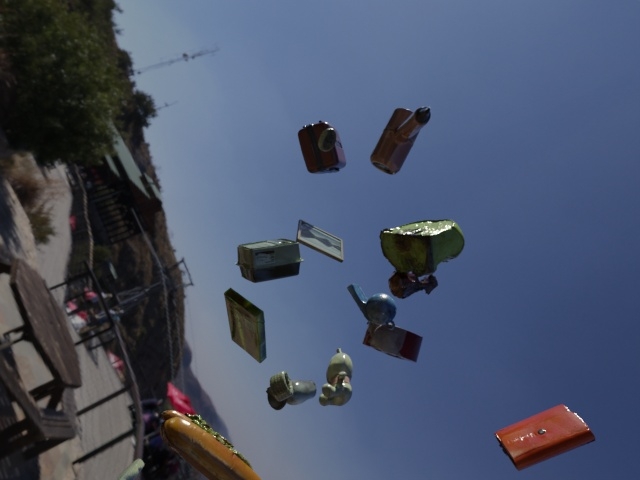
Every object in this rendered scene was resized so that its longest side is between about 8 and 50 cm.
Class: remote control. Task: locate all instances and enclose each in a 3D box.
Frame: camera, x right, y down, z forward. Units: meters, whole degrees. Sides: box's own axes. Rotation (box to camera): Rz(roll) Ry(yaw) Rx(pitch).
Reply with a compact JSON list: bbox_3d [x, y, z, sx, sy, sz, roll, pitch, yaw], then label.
[{"bbox_3d":[-0.559,0.682,1.222,0.038,0.098,0.233,47,-12,2],"label":"remote control"}]

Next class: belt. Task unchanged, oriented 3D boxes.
[{"bbox_3d":[0.290,0.404,1.775,0.227,0.115,0.324,12,-14,25],"label":"belt"}]

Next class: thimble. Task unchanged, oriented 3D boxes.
[{"bbox_3d":[-0.141,0.526,1.601,0.084,0.062,0.110,61,4,-20],"label":"thimble"}]

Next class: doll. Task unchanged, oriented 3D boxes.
[{"bbox_3d":[0.074,0.523,1.668,0.275,0.113,0.154,-61,163,-65],"label":"doll"}]

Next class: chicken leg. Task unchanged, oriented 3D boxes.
[{"bbox_3d":[0.362,0.173,1.715,0.093,0.304,0.113,7,-91,44],"label":"chicken leg"}]

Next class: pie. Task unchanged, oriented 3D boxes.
[{"bbox_3d":[0.027,-0.346,1.520,0.021,0.084,0.084,38,-33,37],"label":"pie"}]

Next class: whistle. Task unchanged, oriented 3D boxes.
[{"bbox_3d":[0.147,0.164,1.154,0.158,0.090,0.090,59,-21,20],"label":"whistle"}]

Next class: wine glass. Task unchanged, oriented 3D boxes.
[{"bbox_3d":[-0.111,0.610,1.762,0.222,0.103,0.103,15,33,-55],"label":"wine glass"}]

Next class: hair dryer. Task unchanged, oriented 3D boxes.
[{"bbox_3d":[0.243,-0.309,1.262,0.107,0.189,0.344,28,-3,-3],"label":"hair dryer"}]

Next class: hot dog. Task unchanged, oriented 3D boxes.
[{"bbox_3d":[-0.276,0.549,1.132,0.337,0.100,0.135,42,-28,-5],"label":"hot dog"}]

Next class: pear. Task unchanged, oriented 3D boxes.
[{"bbox_3d":[0.383,0.012,1.615,0.238,0.255,0.164,8,-67,50],"label":"pear"}]

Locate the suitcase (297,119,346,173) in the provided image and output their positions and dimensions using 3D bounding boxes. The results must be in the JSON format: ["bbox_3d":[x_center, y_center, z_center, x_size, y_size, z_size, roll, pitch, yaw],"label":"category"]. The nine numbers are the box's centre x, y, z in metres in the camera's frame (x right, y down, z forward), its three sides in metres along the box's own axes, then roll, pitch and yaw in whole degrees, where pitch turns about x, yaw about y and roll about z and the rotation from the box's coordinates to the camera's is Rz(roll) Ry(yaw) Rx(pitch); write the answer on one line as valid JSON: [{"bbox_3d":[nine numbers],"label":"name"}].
[{"bbox_3d":[0.013,-0.434,2.104,0.297,0.161,0.236,-35,110,-77],"label":"suitcase"}]

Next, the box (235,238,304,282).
[{"bbox_3d":[-0.240,0.090,2.069,0.221,0.291,0.166,13,-72,58],"label":"box"}]

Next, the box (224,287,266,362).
[{"bbox_3d":[-0.284,0.331,1.691,0.173,0.043,0.311,30,-40,26],"label":"box"}]

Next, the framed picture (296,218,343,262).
[{"bbox_3d":[0.000,0.000,1.730,0.015,0.203,0.150,-56,-164,29],"label":"framed picture"}]

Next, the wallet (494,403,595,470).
[{"bbox_3d":[0.566,0.500,1.131,0.142,0.204,0.045,-99,165,-79],"label":"wallet"}]
